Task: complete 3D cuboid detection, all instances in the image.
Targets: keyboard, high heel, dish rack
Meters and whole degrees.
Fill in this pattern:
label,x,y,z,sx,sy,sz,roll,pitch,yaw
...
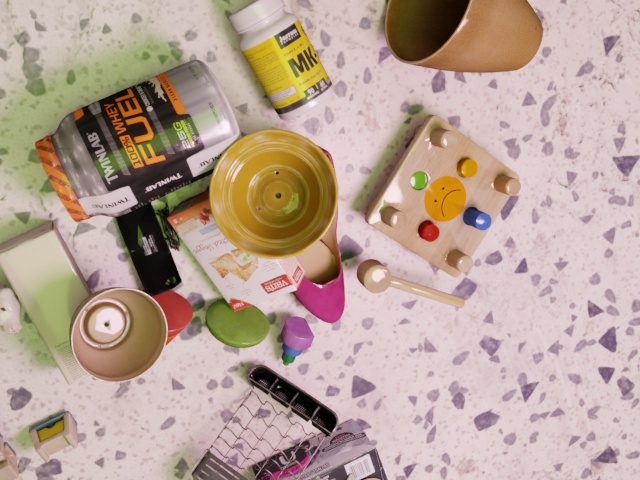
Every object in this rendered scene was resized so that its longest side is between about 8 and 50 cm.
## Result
label,x,y,z,sx,sy,sz,roll,pitch,yaw
keyboard,-0.313,0.003,1.415,0.100,0.038,0.192,-19,101,-2
high heel,0.000,0.000,1.420,0.127,0.181,0.377,-34,112,-29
dish rack,-0.116,0.409,1.473,0.208,0.074,0.271,31,68,13

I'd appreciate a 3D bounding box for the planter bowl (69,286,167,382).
label,x,y,z,sx,sy,sz,roll,pitch,yaw
planter bowl,-0.360,0.153,1.295,0.162,0.109,0.162,-4,99,-31

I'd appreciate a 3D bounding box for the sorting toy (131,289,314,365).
label,x,y,z,sx,sy,sz,roll,pitch,yaw
sorting toy,-0.200,0.196,1.471,0.365,0.127,0.126,10,123,-18

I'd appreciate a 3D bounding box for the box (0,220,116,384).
label,x,y,z,sx,sy,sz,roll,pitch,yaw
box,-0.469,0.113,1.355,0.113,0.094,0.275,-25,109,-12

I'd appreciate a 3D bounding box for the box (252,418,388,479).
label,x,y,z,sx,sy,sz,roll,pitch,yaw
box,0.005,0.515,1.579,0.247,0.142,0.163,-23,108,-13

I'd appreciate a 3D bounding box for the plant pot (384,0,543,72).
label,x,y,z,sx,sy,sz,roll,pitch,yaw
plant pot,0.292,-0.412,1.419,0.254,0.237,0.237,12,99,-35

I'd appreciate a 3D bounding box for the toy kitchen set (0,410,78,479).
label,x,y,z,sx,sy,sz,roll,pitch,yaw
toy kitchen set,-0.569,0.316,1.381,0.166,0.122,0.207,-26,129,-11

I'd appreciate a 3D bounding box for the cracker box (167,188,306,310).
label,x,y,z,sx,sy,sz,roll,pitch,yaw
cracker box,-0.155,0.010,1.403,0.155,0.067,0.232,-21,114,29

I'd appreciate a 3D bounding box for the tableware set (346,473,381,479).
label,x,y,z,sx,sy,sz,roll,pitch,yaw
tableware set,0.080,0.576,1.519,0.128,0.039,0.194,22,95,-21

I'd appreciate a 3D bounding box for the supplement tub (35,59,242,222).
label,x,y,z,sx,sy,sz,roll,pitch,yaw
supplement tub,-0.306,-0.165,1.287,0.316,0.193,0.194,-27,110,-10

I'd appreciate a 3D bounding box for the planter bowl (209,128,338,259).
label,x,y,z,sx,sy,sz,roll,pitch,yaw
planter bowl,-0.076,-0.078,1.289,0.217,0.090,0.217,0,92,2

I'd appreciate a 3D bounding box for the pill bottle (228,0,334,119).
label,x,y,z,sx,sy,sz,roll,pitch,yaw
pill bottle,-0.072,-0.336,1.359,0.119,0.119,0.208,-34,111,-7

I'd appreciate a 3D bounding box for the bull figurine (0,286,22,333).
label,x,y,z,sx,sy,sz,roll,pitch,yaw
bull figurine,-0.674,0.127,1.283,0.310,0.101,0.188,23,90,-12

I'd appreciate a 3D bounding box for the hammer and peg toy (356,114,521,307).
label,x,y,z,sx,sy,sz,roll,pitch,yaw
hammer and peg toy,0.226,-0.037,1.524,0.266,0.127,0.361,30,93,-24
